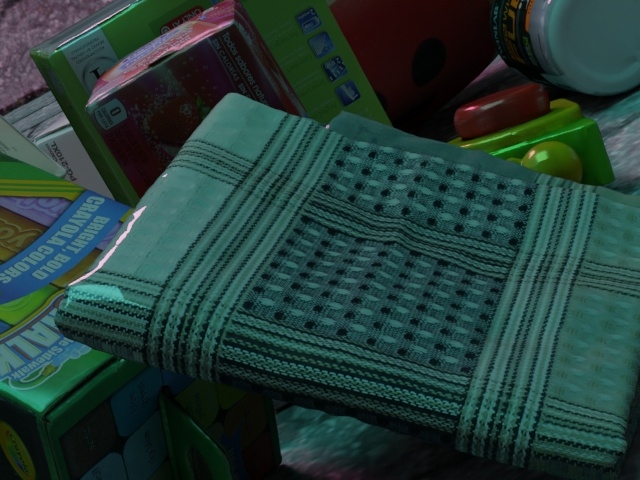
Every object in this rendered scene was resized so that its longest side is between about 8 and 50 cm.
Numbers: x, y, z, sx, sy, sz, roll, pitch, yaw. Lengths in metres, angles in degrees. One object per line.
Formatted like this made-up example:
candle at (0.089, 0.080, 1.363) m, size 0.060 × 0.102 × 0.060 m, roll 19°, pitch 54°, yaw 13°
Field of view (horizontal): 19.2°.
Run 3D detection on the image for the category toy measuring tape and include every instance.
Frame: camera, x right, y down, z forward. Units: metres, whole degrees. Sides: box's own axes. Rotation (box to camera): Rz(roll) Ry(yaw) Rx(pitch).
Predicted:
toy measuring tape at (0.137, -0.057, 1.395) m, size 0.121 × 0.121 × 0.330 m, roll -29°, pitch 6°, yaw 3°

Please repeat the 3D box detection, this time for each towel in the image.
towel at (0.051, 0.008, 1.090) m, size 0.312 × 0.056 × 0.324 m, roll 15°, pitch 27°, yaw 11°

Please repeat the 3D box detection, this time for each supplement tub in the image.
supplement tub at (0.219, -0.190, 1.658) m, size 0.117 × 0.117 × 0.190 m, roll -31°, pitch 14°, yaw -7°

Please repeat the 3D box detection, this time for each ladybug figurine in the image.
ladybug figurine at (0.012, -0.162, 1.778) m, size 0.449 × 0.162 × 0.305 m, roll -35°, pitch -10°, yaw -17°

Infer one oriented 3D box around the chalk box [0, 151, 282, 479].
chalk box at (-0.146, 0.096, 1.168) m, size 0.289 × 0.180 × 0.179 m, roll 23°, pitch 46°, yaw 32°

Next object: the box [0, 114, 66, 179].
box at (-0.364, 0.036, 1.684) m, size 0.311 × 0.121 × 0.148 m, roll -57°, pitch -14°, yaw 30°

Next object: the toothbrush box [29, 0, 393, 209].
toothbrush box at (-0.063, -0.075, 1.472) m, size 0.206 × 0.283 × 0.122 m, roll -32°, pitch 14°, yaw -10°

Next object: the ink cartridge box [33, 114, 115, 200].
ink cartridge box at (-0.157, -0.094, 1.941) m, size 0.100 × 0.172 × 0.237 m, roll -17°, pitch 19°, yaw 39°

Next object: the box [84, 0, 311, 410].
box at (-0.047, -0.029, 1.338) m, size 0.122 × 0.257 × 0.128 m, roll -29°, pitch 14°, yaw 6°
